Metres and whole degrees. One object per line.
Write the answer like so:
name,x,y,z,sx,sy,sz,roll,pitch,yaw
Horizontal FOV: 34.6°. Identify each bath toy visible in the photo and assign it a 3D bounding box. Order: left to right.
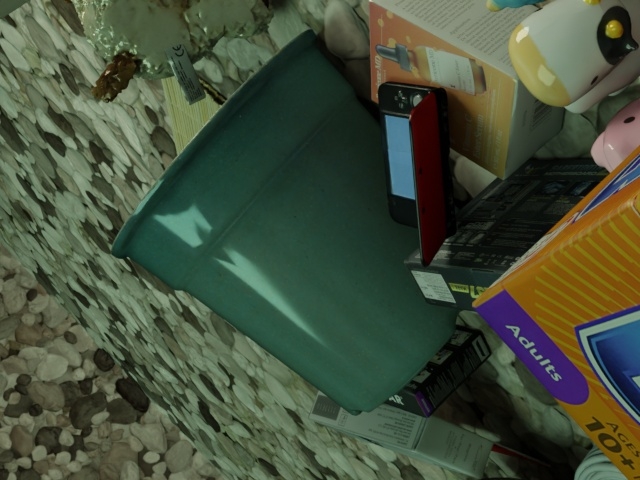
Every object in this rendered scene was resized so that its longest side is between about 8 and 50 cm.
bath toy,0.249,-0.090,0.759,0.348,0.151,0.129,57,147,8

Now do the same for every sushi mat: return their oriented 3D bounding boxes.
sushi mat,-0.183,-0.143,1.612,0.151,0.019,0.316,38,153,26

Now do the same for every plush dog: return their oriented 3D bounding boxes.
plush dog,-0.215,-0.269,1.227,0.263,0.210,0.225,25,-173,-20

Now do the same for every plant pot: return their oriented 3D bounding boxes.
plant pot,0.000,0.000,1.177,0.334,0.341,0.341,42,156,-2

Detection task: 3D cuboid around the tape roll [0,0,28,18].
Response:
tape roll,-0.358,-0.357,1.161,0.072,0.392,0.392,52,155,-5

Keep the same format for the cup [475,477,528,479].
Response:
cup,0.248,0.443,1.337,0.331,0.331,0.237,39,154,23

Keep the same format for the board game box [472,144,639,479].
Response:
board game box,0.371,0.011,0.495,0.356,0.356,0.356,48,156,3

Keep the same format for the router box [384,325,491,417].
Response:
router box,0.122,0.164,1.396,0.179,0.133,0.046,9,133,56

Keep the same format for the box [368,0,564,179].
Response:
box,0.137,-0.162,0.961,0.170,0.091,0.130,35,152,29

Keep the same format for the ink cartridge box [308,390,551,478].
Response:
ink cartridge box,0.150,0.290,1.483,0.239,0.060,0.275,28,166,-28

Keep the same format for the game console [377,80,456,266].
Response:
game console,0.076,-0.064,0.943,0.124,0.085,0.144,18,121,49

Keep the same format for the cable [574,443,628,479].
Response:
cable,0.415,0.326,1.187,0.257,0.089,0.257,30,149,36

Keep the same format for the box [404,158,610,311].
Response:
box,0.216,-0.005,0.941,0.233,0.183,0.059,6,131,56
